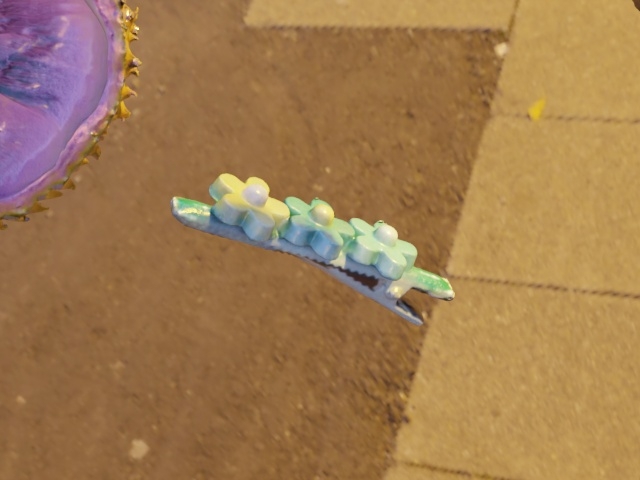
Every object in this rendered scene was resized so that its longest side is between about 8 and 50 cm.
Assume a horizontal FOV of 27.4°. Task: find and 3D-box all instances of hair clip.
[{"bbox_3d":[0.000,-0.001,0.719,0.049,0.173,0.049,-41,37,41],"label":"hair clip"}]

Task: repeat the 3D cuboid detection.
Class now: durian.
[{"bbox_3d":[-0.253,-0.147,1.148,0.191,0.341,0.112,18,30,-7],"label":"durian"}]

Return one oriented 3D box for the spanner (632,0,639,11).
[{"bbox_3d":[0.415,-0.275,1.297,0.024,0.087,0.316,-59,12,-19],"label":"spanner"}]
